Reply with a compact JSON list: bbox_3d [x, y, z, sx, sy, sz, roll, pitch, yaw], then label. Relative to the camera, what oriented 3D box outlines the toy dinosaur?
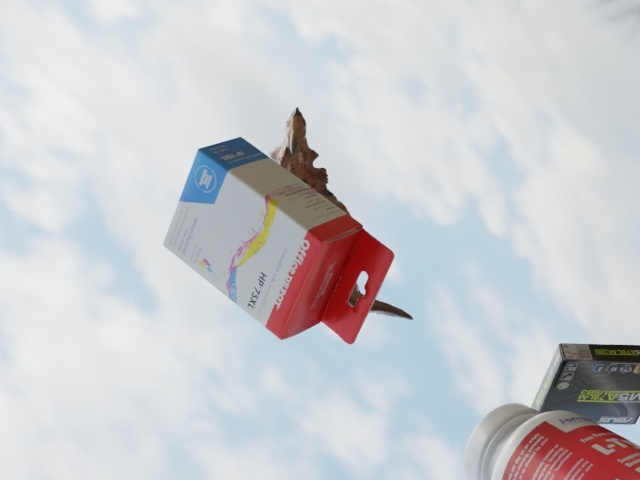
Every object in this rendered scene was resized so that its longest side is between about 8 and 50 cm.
[{"bbox_3d":[0.000,0.000,1.688,0.295,0.127,0.200,56,174,2],"label":"toy dinosaur"}]

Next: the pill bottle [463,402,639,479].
[{"bbox_3d":[0.418,0.406,2.144,0.229,0.229,0.408,24,180,-37],"label":"pill bottle"}]

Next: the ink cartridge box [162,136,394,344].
[{"bbox_3d":[-0.047,0.008,1.459,0.231,0.134,0.078,36,-149,23],"label":"ink cartridge box"}]

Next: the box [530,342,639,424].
[{"bbox_3d":[0.478,0.249,2.345,0.191,0.184,0.045,3,-136,-10],"label":"box"}]
